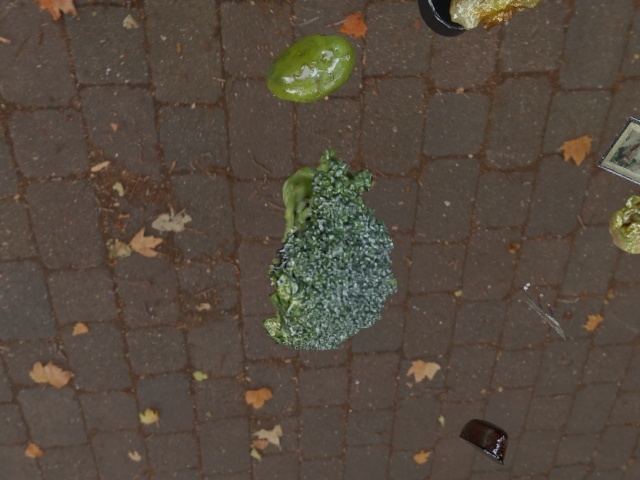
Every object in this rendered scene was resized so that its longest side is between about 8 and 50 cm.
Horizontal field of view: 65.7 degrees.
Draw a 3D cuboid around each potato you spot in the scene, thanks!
[{"bbox_3d":[-0.024,-0.463,1.352,0.253,0.186,0.148,-16,156,12],"label":"potato"}]

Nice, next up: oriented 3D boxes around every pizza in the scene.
[{"bbox_3d":[0.190,-0.235,0.421,0.175,0.134,0.046,-40,121,-3],"label":"pizza"}]

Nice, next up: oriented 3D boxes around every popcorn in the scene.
[{"bbox_3d":[0.631,-0.030,0.993,0.089,0.097,0.109,23,94,-43],"label":"popcorn"}]

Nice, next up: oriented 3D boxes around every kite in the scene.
[{"bbox_3d":[0.475,0.147,1.073,0.016,0.127,0.229,-45,142,3],"label":"kite"}]

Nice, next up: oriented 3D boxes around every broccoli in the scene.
[{"bbox_3d":[-0.015,0.033,0.951,0.274,0.397,0.353,26,88,-25],"label":"broccoli"}]

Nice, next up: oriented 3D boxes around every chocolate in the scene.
[{"bbox_3d":[0.439,0.519,1.301,0.080,0.125,0.149,-56,146,-12],"label":"chocolate"}]

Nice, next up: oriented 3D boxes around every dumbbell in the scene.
[{"bbox_3d":[0.420,-0.707,1.337,0.203,0.322,0.204,0,92,-16],"label":"dumbbell"}]

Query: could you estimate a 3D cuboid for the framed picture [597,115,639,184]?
[{"bbox_3d":[1.103,-0.302,1.712,0.199,0.010,0.195,26,123,5],"label":"framed picture"}]
